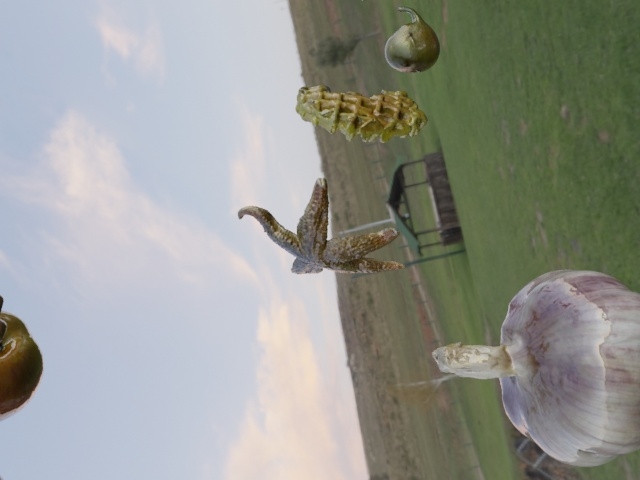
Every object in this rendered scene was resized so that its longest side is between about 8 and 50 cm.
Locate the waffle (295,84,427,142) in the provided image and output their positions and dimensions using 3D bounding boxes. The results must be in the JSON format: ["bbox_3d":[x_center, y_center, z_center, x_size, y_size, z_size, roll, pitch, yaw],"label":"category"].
[{"bbox_3d":[0.063,-0.199,0.880,0.149,0.194,0.051,-122,32,-45],"label":"waffle"}]

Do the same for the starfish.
[{"bbox_3d":[-0.003,0.009,1.271,0.327,0.375,0.094,-45,24,52],"label":"starfish"}]

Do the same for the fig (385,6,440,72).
[{"bbox_3d":[0.152,-0.318,0.935,0.082,0.084,0.098,-21,-54,-59],"label":"fig"}]

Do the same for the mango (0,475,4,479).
[{"bbox_3d":[-0.631,0.421,0.980,0.289,0.129,0.146,41,-159,1],"label":"mango"}]

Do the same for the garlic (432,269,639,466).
[{"bbox_3d":[0.270,0.149,0.732,0.245,0.253,0.245,6,-90,-89],"label":"garlic"}]

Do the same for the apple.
[{"bbox_3d":[-0.858,0.313,1.474,0.301,0.302,0.301,-12,-90,-80],"label":"apple"}]

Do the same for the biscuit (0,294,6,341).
[{"bbox_3d":[-0.640,0.207,1.065,0.039,0.180,0.236,36,-147,-47],"label":"biscuit"}]
